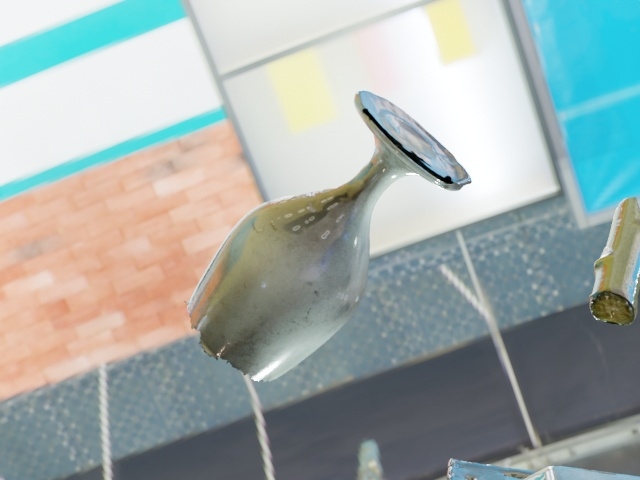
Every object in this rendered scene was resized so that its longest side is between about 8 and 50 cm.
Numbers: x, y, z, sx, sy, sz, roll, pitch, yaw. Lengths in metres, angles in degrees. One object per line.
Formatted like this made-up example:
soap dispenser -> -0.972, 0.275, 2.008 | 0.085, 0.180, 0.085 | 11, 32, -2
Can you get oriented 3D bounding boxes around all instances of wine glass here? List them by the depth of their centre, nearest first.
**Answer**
wine glass -> 0.000, 0.000, 1.044 | 0.241, 0.126, 0.126 | -48, -167, 18

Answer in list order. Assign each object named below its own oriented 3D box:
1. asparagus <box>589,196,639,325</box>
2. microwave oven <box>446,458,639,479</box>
asparagus -> 0.283, 0.017, 1.194 | 0.045, 0.041, 0.178 | -2, -149, 22
microwave oven -> 0.159, 0.321, 0.636 | 0.236, 0.374, 0.432 | 6, -172, 5
